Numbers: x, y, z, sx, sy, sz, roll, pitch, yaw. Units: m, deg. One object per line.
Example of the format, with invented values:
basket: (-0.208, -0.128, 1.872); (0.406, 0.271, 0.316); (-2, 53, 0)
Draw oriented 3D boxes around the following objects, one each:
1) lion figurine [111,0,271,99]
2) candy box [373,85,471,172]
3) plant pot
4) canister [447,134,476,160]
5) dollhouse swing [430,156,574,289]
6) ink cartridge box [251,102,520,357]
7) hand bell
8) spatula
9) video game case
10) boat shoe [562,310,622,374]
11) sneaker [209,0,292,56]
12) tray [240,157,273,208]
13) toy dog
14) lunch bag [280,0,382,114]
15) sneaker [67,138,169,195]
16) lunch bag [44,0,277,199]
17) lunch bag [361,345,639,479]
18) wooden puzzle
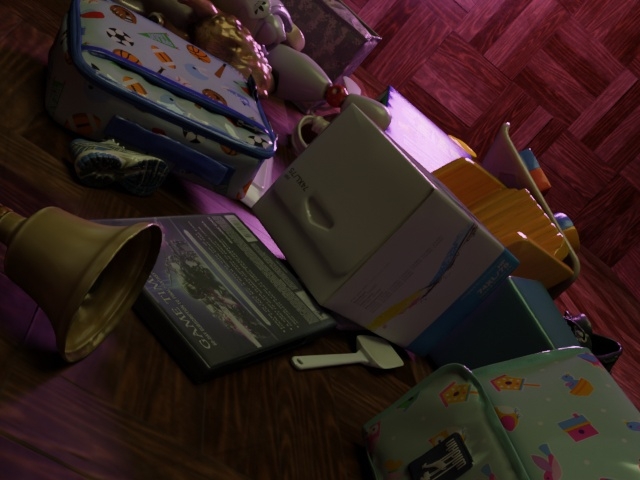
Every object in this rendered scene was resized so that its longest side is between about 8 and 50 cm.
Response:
lion figurine: (-0.255, -0.394, 1.466); (0.392, 0.142, 0.240); (46, 10, 27)
candy box: (0.198, -0.154, 1.779); (0.268, 0.122, 0.317); (38, 29, -16)
plant pot: (0.297, 0.196, 1.190); (0.166, 0.165, 0.234); (11, 42, -58)
canister: (0.291, -0.169, 2.020); (0.073, 0.170, 0.126); (50, 19, 23)
dollhouse swing: (0.196, -0.071, 1.426); (0.305, 0.315, 0.347); (57, 10, -26)
ink cartridge box: (0.090, -0.005, 1.101); (0.270, 0.197, 0.198); (31, 17, -51)
hand bell: (-0.261, -0.021, 0.655); (0.242, 0.126, 0.126); (32, 17, 6)
spatula: (0.001, 0.101, 1.017); (0.168, 0.019, 0.242); (51, 19, 24)
video game case: (-0.109, 0.046, 0.884); (0.196, 0.026, 0.274); (46, 22, 16)
boat shoe: (0.517, 0.203, 1.704); (0.340, 0.113, 0.127); (30, 21, -33)
sneaker: (-0.186, -0.438, 1.621); (0.210, 0.137, 0.366); (46, -13, -17)
tray: (-0.128, -0.134, 1.286); (0.145, 0.030, 0.270); (36, 18, -15)
toy dog: (-0.021, -0.291, 1.684); (0.333, 0.220, 0.161); (54, -13, 16)
lunch bag: (-0.048, -0.475, 1.925); (0.287, 0.235, 0.169); (43, 23, 2)
sneaker: (-0.228, -0.091, 0.939); (0.058, 0.052, 0.135); (46, 17, 27)
lunch bag: (-0.198, -0.179, 1.071); (0.303, 0.115, 0.243); (21, 29, -31)
lunch bag: (0.182, 0.231, 0.787); (0.262, 0.160, 0.223); (-7, 33, -9)
wooden puzzle: (0.425, -0.032, 1.712); (0.322, 0.081, 0.347); (99, -28, -69)
